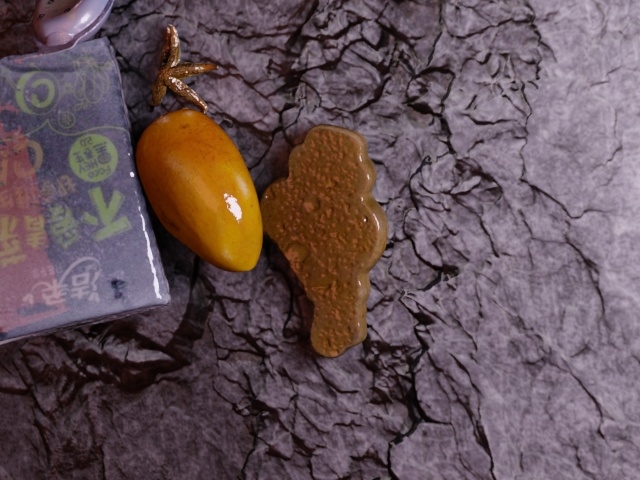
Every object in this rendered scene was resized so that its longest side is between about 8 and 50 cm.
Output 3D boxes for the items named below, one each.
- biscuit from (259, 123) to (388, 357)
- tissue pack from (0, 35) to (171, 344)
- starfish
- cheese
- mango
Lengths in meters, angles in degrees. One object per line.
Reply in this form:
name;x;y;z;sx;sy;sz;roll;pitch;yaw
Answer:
biscuit;0.009;0.002;1.670;0.183;0.047;0.319;-10;93;29
tissue pack;-0.393;-0.065;1.728;0.288;0.124;0.394;-13;87;-2
starfish;-0.214;-0.227;1.743;0.130;0.041;0.133;-46;78;24
cheese;-0.340;-0.347;1.709;0.135;0.052;0.244;-7;49;22
mango;-0.160;-0.065;1.686;0.154;0.126;0.252;-40;73;40
